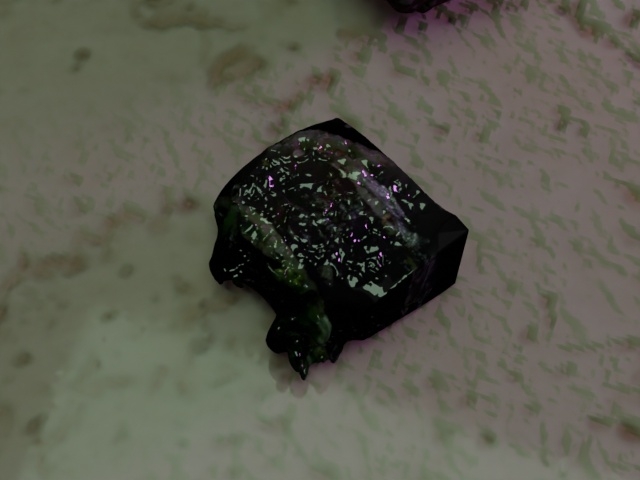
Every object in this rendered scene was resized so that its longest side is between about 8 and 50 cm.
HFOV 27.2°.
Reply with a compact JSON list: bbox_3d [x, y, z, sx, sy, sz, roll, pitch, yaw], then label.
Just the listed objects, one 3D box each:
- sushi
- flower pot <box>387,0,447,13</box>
[{"bbox_3d":[0.000,0.000,0.538,0.084,0.056,0.083,-34,72,-15],"label":"sushi"},{"bbox_3d":[0.041,-0.153,0.587,0.111,0.111,0.089,-27,85,-11],"label":"flower pot"}]
